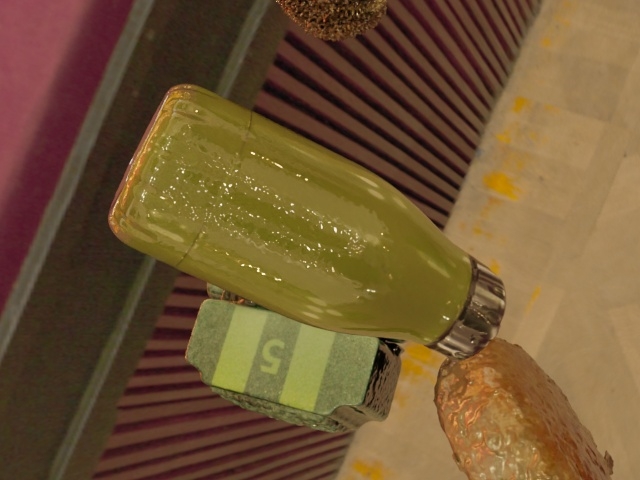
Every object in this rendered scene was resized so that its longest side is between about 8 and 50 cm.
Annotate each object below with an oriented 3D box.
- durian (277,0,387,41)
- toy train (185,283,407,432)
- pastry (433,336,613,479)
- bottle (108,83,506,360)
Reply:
[{"bbox_3d":[0.015,-0.392,1.247,0.196,0.167,0.196,0,71,-1],"label":"durian"},{"bbox_3d":[-0.027,0.118,1.128,0.299,0.167,0.238,9,74,24],"label":"toy train"},{"bbox_3d":[0.265,0.268,1.083,0.136,0.329,0.330,-36,73,14],"label":"pastry"},{"bbox_3d":[0.000,0.000,0.562,0.260,0.112,0.112,26,95,-15],"label":"bottle"}]
